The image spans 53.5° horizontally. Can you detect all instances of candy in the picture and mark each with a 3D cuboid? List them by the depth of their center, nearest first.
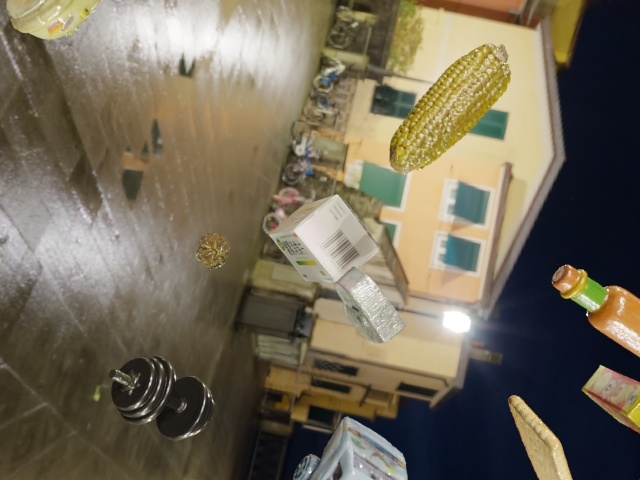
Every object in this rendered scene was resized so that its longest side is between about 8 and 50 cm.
[{"bbox_3d":[0.764,0.404,1.547,0.088,0.146,0.276,-51,180,1],"label":"candy"}]

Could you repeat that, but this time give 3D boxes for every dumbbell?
[{"bbox_3d":[-0.227,0.229,0.920,0.208,0.099,0.099,46,47,-46],"label":"dumbbell"}]

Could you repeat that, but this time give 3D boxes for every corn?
[{"bbox_3d":[0.251,-0.257,1.227,0.322,0.119,0.119,-45,174,-7],"label":"corn"}]

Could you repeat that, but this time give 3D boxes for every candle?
[{"bbox_3d":[0.110,0.154,1.372,0.068,0.168,0.192,-38,137,-14],"label":"candle"}]

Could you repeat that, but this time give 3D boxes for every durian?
[{"bbox_3d":[-0.233,0.018,1.367,0.091,0.080,0.080,-121,-141,-61],"label":"durian"}]

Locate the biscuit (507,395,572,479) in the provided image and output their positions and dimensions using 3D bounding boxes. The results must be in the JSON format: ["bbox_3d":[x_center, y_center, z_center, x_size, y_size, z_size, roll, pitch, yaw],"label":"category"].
[{"bbox_3d":[0.433,0.419,1.202,0.250,0.030,0.160,63,-3,-25],"label":"biscuit"}]

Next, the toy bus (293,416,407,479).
[{"bbox_3d":[-0.023,0.388,0.788,0.330,0.109,0.136,-55,-174,8],"label":"toy bus"}]

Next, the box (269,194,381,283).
[{"bbox_3d":[0.000,0.000,1.629,0.145,0.173,0.333,-39,-171,-13],"label":"box"}]

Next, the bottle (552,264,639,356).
[{"bbox_3d":[0.395,0.095,0.847,0.069,0.187,0.069,-56,-176,6],"label":"bottle"}]

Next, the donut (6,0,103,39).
[{"bbox_3d":[-0.353,-0.347,0.866,0.068,0.174,0.175,38,57,-49],"label":"donut"}]
